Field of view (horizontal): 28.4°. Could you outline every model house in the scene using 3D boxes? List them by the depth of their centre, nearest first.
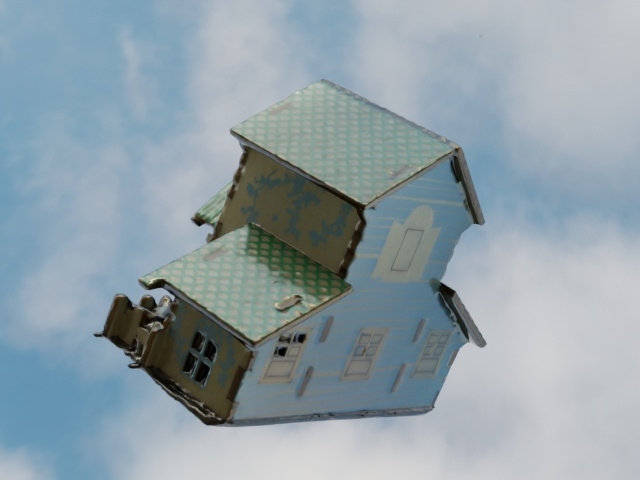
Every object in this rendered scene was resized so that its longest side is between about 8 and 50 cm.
[{"bbox_3d":[0.000,0.000,0.867,0.178,0.271,0.206,35,-71,39],"label":"model house"}]
